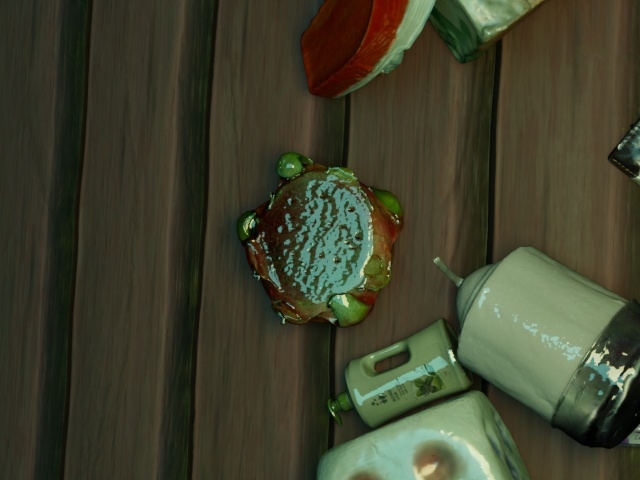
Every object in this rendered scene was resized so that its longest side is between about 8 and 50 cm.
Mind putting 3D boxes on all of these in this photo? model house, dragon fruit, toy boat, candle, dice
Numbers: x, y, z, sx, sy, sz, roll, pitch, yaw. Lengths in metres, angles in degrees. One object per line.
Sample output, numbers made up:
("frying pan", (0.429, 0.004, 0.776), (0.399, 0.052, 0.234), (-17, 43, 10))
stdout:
("model house", (0.312, -0.440, 1.527), (0.325, 0.267, 0.194), (-32, 91, 0))
("dragon fruit", (0.000, 0.000, 1.646), (0.269, 0.130, 0.295), (-14, 82, 16))
("toy boat", (0.087, -0.327, 1.569), (0.133, 0.332, 0.145), (-6, 80, -22))
("candle", (0.331, 0.138, 1.484), (0.343, 0.221, 0.221), (33, 96, 27))
("dice", (0.165, 0.386, 1.497), (0.268, 0.265, 0.262), (-27, 78, 14))

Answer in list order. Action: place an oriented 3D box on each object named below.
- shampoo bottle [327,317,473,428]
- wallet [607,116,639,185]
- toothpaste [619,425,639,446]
("shampoo bottle", (0.116, 0.223, 1.617), (0.234, 0.087, 0.118), (-26, 74, 14))
("wallet", (0.595, -0.159, 1.511), (0.221, 0.071, 0.262), (41, 105, 15))
("toothpaste", (0.514, 0.280, 1.507), (0.196, 0.047, 0.040), (0, 43, 17))
